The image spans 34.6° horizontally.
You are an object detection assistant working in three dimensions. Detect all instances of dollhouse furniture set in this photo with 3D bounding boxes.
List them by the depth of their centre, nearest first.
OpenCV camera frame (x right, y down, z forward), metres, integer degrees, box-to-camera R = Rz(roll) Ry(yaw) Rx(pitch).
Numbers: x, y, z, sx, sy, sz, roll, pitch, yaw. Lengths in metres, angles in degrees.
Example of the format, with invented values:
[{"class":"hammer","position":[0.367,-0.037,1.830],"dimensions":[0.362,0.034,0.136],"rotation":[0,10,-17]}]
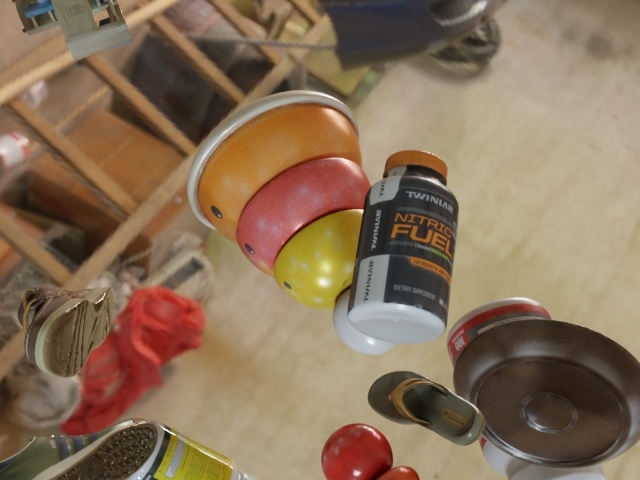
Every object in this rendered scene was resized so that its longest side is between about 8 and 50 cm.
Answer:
[{"class":"dollhouse furniture set","position":[-0.316,-0.285,1.275],"dimensions":[0.129,0.183,0.129],"rotation":[-21,160,-6]}]

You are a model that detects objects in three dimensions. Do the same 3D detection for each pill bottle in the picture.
[{"class":"pill bottle","position":[0.114,0.003,1.366],"dimensions":[0.130,0.130,0.245],"rotation":[100,-1,-64]},{"class":"pill bottle","position":[-0.211,0.389,1.680],"dimensions":[0.119,0.208,0.119],"rotation":[-49,-159,26]},{"class":"pill bottle","position":[0.378,0.304,1.893],"dimensions":[0.210,0.210,0.363],"rotation":[110,-28,-47]}]

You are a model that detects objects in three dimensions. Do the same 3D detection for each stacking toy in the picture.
[{"class":"stacking toy","position":[0.124,0.349,1.221],"dimensions":[0.141,0.330,0.141],"rotation":[-32,151,-20]},{"class":"stacking toy","position":[0.000,0.000,1.817],"dimensions":[0.351,0.480,0.350],"rotation":[-21,145,-15]}]

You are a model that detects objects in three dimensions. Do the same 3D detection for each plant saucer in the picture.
[{"class":"plant saucer","position":[0.353,0.252,1.583],"dimensions":[0.050,0.311,0.310],"rotation":[-64,177,-49]}]

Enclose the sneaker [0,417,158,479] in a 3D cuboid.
[{"class":"sneaker","position":[-0.253,0.214,1.021],"dimensions":[0.192,0.086,0.064],"rotation":[-24,126,-57]}]

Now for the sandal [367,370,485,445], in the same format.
[{"class":"sandal","position":[0.130,0.210,1.324],"dimensions":[0.049,0.180,0.072],"rotation":[35,78,-44]}]

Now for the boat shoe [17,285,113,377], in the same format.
[{"class":"boat shoe","position":[-0.424,0.132,1.637],"dimensions":[0.342,0.123,0.123],"rotation":[-76,175,-81]}]
